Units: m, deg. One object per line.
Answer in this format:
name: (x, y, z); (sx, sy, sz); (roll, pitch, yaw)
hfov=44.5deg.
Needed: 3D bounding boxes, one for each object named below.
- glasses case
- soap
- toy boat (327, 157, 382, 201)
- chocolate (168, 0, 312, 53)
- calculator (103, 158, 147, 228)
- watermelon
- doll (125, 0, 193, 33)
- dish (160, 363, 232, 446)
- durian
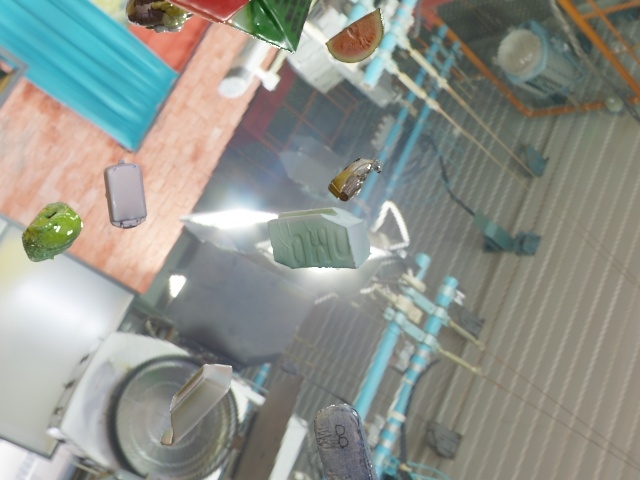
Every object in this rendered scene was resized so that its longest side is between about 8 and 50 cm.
glasses case: (0.062, 0.488, 1.677); (0.109, 0.282, 0.067); (-13, -178, 21)
soap: (0.000, 0.000, 1.895); (0.230, 0.145, 0.091); (-5, -166, 26)
toy boat: (0.069, -0.117, 1.473); (0.149, 0.049, 0.047); (-41, 161, -45)
chocolate: (-0.118, -0.491, 1.120); (0.161, 0.341, 0.360); (24, -80, 28)
calculator: (-0.484, -0.115, 1.944); (0.032, 0.100, 0.175); (4, -78, 51)
watermelon: (0.101, -0.471, 1.844); (0.163, 0.087, 0.069); (-25, -176, 31)
doll: (-0.308, -0.451, 1.530); (0.145, 0.096, 0.188); (-16, -161, -8)
dish: (-0.315, 0.392, 1.896); (0.234, 0.064, 0.154); (-47, -168, 6)
durian: (-0.603, -0.018, 1.761); (0.250, 0.101, 0.139); (-31, -157, 55)
